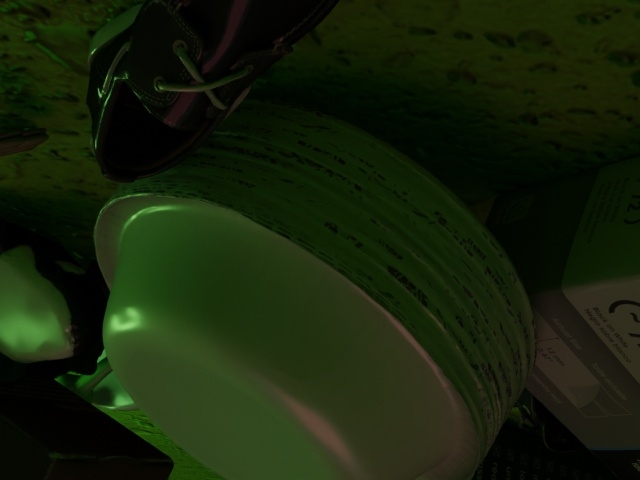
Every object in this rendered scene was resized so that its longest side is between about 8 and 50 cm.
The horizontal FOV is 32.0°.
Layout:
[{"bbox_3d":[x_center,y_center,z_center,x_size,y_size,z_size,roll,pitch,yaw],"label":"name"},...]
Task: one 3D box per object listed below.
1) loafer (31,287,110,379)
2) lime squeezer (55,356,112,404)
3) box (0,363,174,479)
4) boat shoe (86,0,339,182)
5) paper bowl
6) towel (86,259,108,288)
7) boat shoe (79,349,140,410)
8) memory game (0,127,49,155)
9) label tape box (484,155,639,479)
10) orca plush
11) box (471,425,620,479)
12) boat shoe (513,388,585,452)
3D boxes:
[{"bbox_3d":[-0.295,0.107,1.152,0.109,0.095,0.302,18,157,-28],"label":"loafer"},{"bbox_3d":[-0.296,0.155,1.275,0.058,0.110,0.310,30,151,-30],"label":"lime squeezer"},{"bbox_3d":[-0.343,0.160,1.004,0.381,0.143,0.191,26,179,26],"label":"box"},{"bbox_3d":[-0.053,-0.092,0.549,0.084,0.079,0.233,19,155,-27],"label":"boat shoe"},{"bbox_3d":[-0.020,0.063,0.700,0.284,0.148,0.284,25,149,17],"label":"paper bowl"},{"bbox_3d":[-0.066,0.066,1.062,0.198,0.031,0.275,-4,158,30],"label":"towel"},{"bbox_3d":[-0.177,0.162,1.307,0.228,0.080,0.076,-12,152,26],"label":"boat shoe"},{"bbox_3d":[-0.264,-0.046,0.705,0.186,0.012,0.186,-12,-174,1],"label":"memory game"},{"bbox_3d":[0.291,0.054,0.669,0.249,0.115,0.347,44,146,-25],"label":"label tape box"},{"bbox_3d":[-0.265,0.038,0.950,0.287,0.151,0.102,-8,-171,42],"label":"orca plush"},{"bbox_3d":[0.233,0.527,1.576,0.471,0.480,0.297,22,157,-35],"label":"box"},{"bbox_3d":[0.236,0.140,1.039,0.127,0.113,0.340,17,158,-26],"label":"boat shoe"}]
